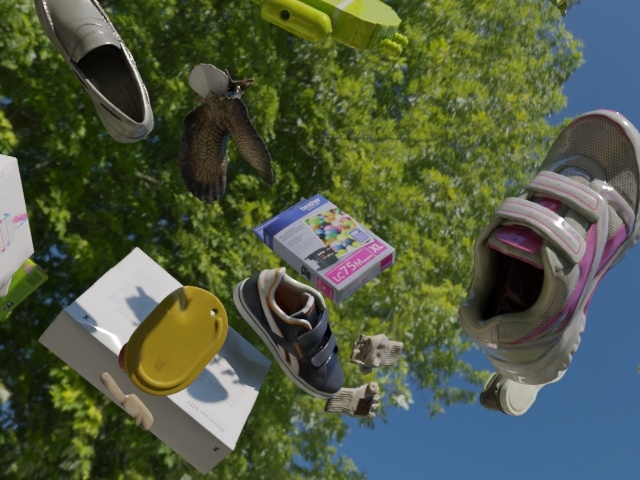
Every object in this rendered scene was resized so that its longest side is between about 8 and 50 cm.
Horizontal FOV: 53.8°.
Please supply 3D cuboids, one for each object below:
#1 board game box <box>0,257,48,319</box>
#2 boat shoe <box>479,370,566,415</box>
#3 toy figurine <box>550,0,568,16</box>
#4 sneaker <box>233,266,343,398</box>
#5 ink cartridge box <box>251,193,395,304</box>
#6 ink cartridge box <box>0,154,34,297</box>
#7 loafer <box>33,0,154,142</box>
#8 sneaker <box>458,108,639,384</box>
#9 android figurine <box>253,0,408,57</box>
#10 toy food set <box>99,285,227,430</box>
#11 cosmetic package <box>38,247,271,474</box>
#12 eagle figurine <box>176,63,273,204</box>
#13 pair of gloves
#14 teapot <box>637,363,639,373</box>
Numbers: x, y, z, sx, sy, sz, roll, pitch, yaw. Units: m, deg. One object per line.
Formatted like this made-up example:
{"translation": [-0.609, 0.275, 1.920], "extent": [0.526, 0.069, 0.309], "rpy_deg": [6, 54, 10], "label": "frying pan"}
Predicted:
{"translation": [-0.512, 0.084, 0.938], "extent": [0.043, 0.181, 0.092], "rpy_deg": [28, -22, 50], "label": "board game box"}
{"translation": [0.491, 0.310, 1.497], "extent": [0.091, 0.305, 0.109], "rpy_deg": [-16, -81, 53], "label": "boat shoe"}
{"translation": [0.385, -0.612, 1.140], "extent": [0.217, 0.191, 0.362], "rpy_deg": [18, -80, 19], "label": "toy figurine"}
{"translation": [-0.034, 0.192, 1.292], "extent": [0.127, 0.126, 0.321], "rpy_deg": [-29, -70, 32], "label": "sneaker"}
{"translation": [0.000, 0.000, 1.485], "extent": [0.311, 0.186, 0.065], "rpy_deg": [37, -34, 33], "label": "ink cartridge box"}
{"translation": [-0.369, -0.013, 0.652], "extent": [0.092, 0.090, 0.143], "rpy_deg": [12, -53, 4], "label": "ink cartridge box"}
{"translation": [-0.371, -0.316, 1.044], "extent": [0.319, 0.112, 0.111], "rpy_deg": [60, -24, -9], "label": "loafer"}
{"translation": [0.199, -0.002, 0.536], "extent": [0.103, 0.111, 0.252], "rpy_deg": [19, -96, 43], "label": "sneaker"}
{"translation": [0.003, -0.345, 0.925], "extent": [0.273, 0.248, 0.056], "rpy_deg": [26, -58, -1], "label": "android figurine"}
{"translation": [-0.246, 0.168, 0.987], "extent": [0.128, 0.218, 0.071], "rpy_deg": [51, -23, -24], "label": "toy food set"}
{"translation": [-0.291, 0.214, 1.201], "extent": [0.377, 0.284, 0.097], "rpy_deg": [42, -70, -7], "label": "cosmetic package"}
{"translation": [-0.228, -0.267, 1.559], "extent": [0.225, 0.298, 0.226], "rpy_deg": [7, -23, -19], "label": "eagle figurine"}
{"translation": [0.124, 0.359, 1.656], "extent": [0.042, 0.204, 0.240], "rpy_deg": [25, -91, 42], "label": "pair of gloves"}
{"translation": [0.803, 0.291, 1.326], "extent": [0.187, 0.252, 0.256], "rpy_deg": [8, -50, 6], "label": "teapot"}
